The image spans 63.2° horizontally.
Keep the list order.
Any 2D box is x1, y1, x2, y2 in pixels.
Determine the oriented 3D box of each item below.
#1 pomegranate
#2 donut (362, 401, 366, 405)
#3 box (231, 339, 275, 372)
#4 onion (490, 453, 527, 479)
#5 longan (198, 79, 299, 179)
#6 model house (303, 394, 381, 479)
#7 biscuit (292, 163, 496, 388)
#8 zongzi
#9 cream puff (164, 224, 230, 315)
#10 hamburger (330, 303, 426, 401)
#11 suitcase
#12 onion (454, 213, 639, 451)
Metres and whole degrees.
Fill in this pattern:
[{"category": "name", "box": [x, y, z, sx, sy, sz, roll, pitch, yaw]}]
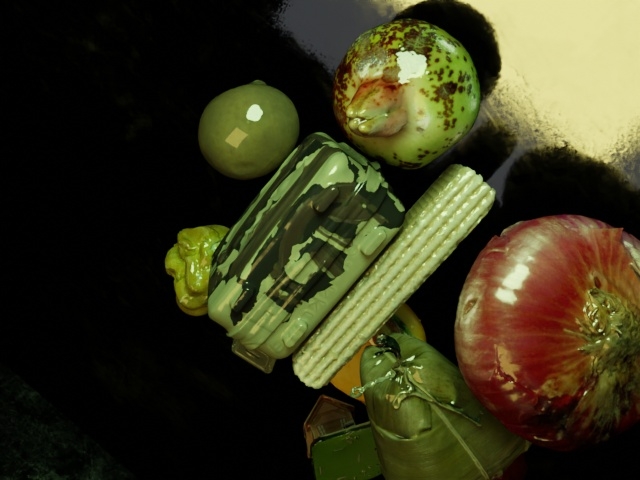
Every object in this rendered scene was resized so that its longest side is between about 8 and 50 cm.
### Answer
[{"category": "pomegranate", "box": [0.102, -0.194, 0.730, 0.214, 0.248, 0.214, 18, 126, 27]}, {"category": "donut", "box": [0.171, 0.338, 1.185, 0.178, 0.065, 0.162, -17, 116, 36]}, {"category": "box", "box": [-0.158, 0.271, 1.332, 0.122, 0.062, 0.089, 30, 132, 11]}, {"category": "onion", "box": [0.310, 0.479, 1.112, 0.206, 0.207, 0.216, 33, 138, 11]}, {"category": "longan", "box": [-0.128, -0.193, 0.920, 0.189, 0.189, 0.189, 15, 128, 21]}, {"category": "model house", "box": [0.059, 0.500, 1.339, 0.207, 0.154, 0.294, -14, 134, -11]}, {"category": "biscuit", "box": [0.108, 0.058, 0.851, 0.078, 0.144, 0.426, 40, 101, -4]}, {"category": "zongzi", "box": [0.240, 0.238, 0.878, 0.181, 0.418, 0.447, 43, 153, 58]}, {"category": "cream puff", "box": [-0.268, 0.061, 1.181, 0.195, 0.195, 0.221, 33, 128, 6]}, {"category": "hamburger", "box": [0.099, 0.196, 1.056, 0.246, 0.170, 0.246, 25, 133, 31]}, {"category": "suitcase", "box": [-0.033, -0.009, 0.892, 0.194, 0.339, 0.351, 37, 100, -21]}, {"category": "onion", "box": [0.349, 0.130, 0.797, 0.347, 0.347, 0.285, 53, 168, -12]}]
